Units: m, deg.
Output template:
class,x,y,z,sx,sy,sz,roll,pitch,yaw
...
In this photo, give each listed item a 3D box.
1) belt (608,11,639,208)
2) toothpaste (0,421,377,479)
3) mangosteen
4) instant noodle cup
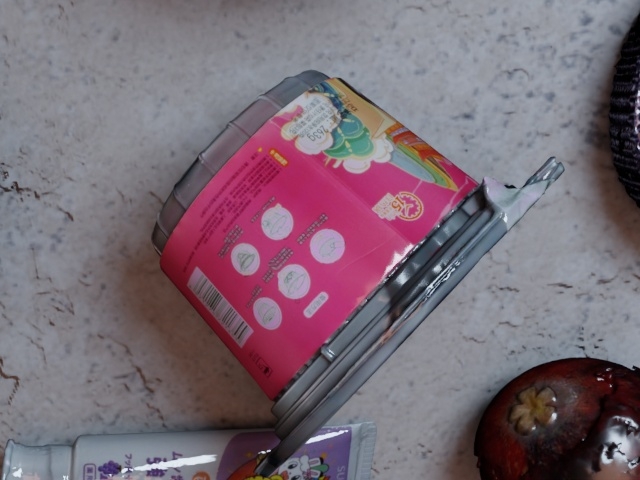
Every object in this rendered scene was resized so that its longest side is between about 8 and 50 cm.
class,x,y,z,sx,sy,sz,roll,pitch,yaw
belt,0.372,-0.126,0.754,0.324,0.122,0.260,-39,94,8
toothpaste,-0.103,0.198,0.828,0.299,0.073,0.114,3,100,-11
mangosteen,0.215,0.174,0.792,0.180,0.166,0.166,34,98,-38
instant noodle cup,0.000,0.000,0.717,0.181,0.258,0.302,44,89,5
